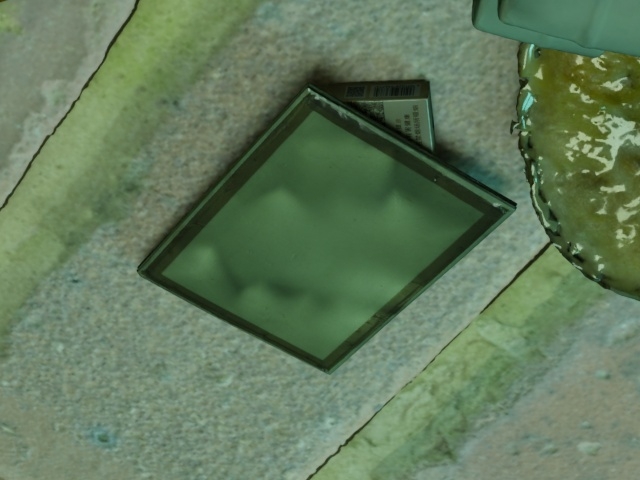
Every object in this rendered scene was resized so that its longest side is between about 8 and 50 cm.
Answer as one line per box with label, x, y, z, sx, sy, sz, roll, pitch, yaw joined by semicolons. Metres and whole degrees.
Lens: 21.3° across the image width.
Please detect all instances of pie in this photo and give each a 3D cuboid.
pie;0.247;-0.064;1.048;0.274;0.055;0.274;10;119;19

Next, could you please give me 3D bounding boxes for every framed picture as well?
framed picture;0.000;0.000;1.177;0.173;0.010;0.231;30;133;-20

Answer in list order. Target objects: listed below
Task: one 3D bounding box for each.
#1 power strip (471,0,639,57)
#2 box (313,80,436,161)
power strip;0.116;-0.202;0.852;0.141;0.261;0.229;11;130;-2
box;0.033;-0.077;1.121;0.083;0.024;0.053;-3;129;9
